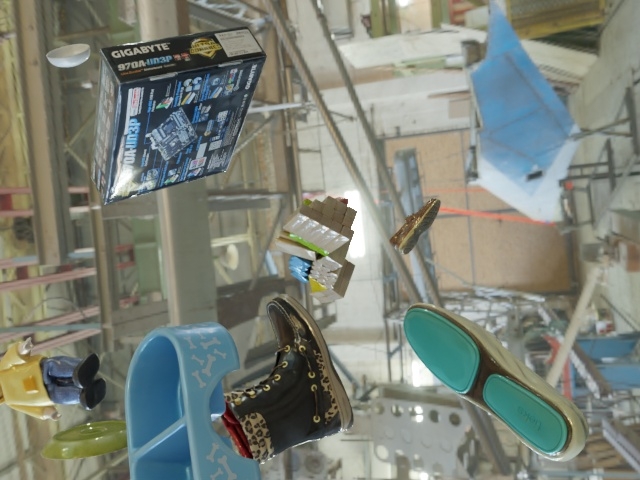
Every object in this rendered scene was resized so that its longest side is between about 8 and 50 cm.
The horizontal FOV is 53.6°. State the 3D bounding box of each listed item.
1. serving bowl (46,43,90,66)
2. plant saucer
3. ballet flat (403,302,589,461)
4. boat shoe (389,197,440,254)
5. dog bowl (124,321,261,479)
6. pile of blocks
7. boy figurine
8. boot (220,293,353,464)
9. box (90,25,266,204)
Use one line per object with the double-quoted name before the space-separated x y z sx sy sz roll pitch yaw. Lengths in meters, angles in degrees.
"serving bowl" -0.492 -0.360 1.246 0.083 0.083 0.027 -72 -22 -53
"plant saucer" -0.562 0.486 1.564 0.241 0.240 0.037 4 -100 -74
"ballet flat" 0.199 0.153 0.726 0.248 0.086 0.086 42 163 40
"boat shoe" 0.248 -0.047 1.662 0.178 0.060 0.064 -51 -31 -10
"dog bowl" -0.159 0.232 0.739 0.074 0.166 0.297 16 -134 -41
"pile of blocks" 0.000 0.000 1.277 0.362 0.148 0.113 91 -161 -61
"boy figurine" -0.573 0.275 1.247 0.092 0.285 0.177 -64 -31 -70
"boot" -0.114 0.337 1.538 0.378 0.284 0.138 65 149 10
"box" -0.173 -0.142 0.745 0.051 0.175 0.220 58 147 18
